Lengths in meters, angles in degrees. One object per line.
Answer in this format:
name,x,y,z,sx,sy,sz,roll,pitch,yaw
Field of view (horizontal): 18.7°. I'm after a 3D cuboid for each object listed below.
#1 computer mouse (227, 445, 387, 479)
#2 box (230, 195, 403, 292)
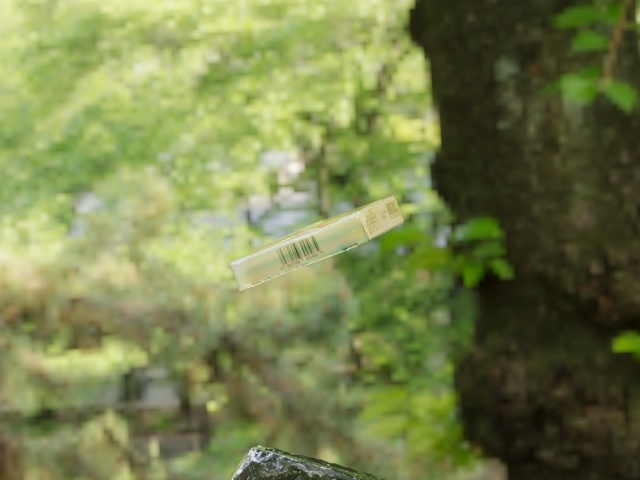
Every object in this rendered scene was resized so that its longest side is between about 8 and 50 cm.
computer mouse,0.066,0.176,1.018,0.295,0.087,0.168,9,-9,42
box,0.000,0.000,0.809,0.058,0.015,0.093,-22,1,12
